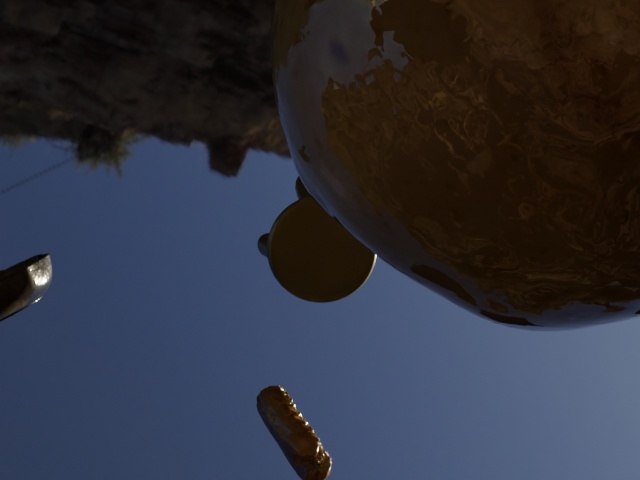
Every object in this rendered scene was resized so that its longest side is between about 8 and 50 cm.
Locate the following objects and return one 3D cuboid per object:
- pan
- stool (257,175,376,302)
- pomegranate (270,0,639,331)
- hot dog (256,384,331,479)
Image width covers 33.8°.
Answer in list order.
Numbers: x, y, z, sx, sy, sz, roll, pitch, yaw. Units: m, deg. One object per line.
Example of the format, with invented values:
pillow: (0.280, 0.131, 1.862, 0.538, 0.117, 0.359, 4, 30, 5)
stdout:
pan: (-0.359, 0.069, 1.117, 0.048, 0.128, 0.202, 63, -161, -7)
stool: (0.000, 0.000, 1.101, 0.135, 0.110, 0.134, -13, -77, -1)
pomegranate: (0.131, -0.131, 0.579, 0.342, 0.342, 0.343, 14, -130, -17)
hot dog: (-0.034, 0.227, 1.248, 0.045, 0.071, 0.165, -34, -153, -6)
